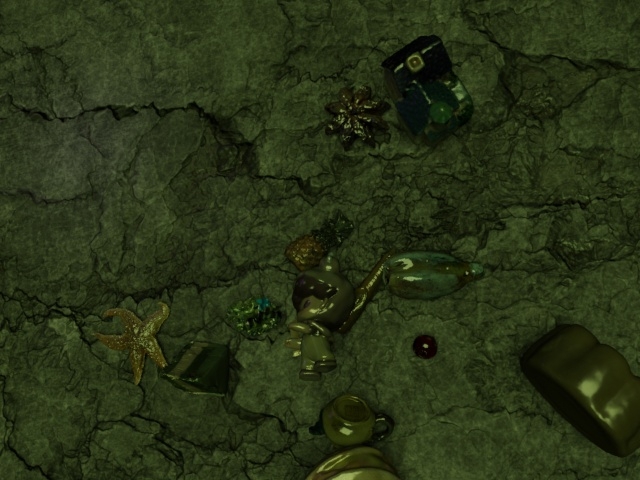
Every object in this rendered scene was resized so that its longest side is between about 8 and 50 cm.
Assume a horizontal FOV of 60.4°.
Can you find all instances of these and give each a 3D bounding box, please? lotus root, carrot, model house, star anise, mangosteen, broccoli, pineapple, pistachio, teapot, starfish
[{"bbox_3d":[0.362,0.112,1.773,0.322,0.140,0.158,0,59,-1],"label":"lotus root"},{"bbox_3d":[0.154,0.162,1.828,0.070,0.070,0.342,35,88,10],"label":"carrot"},{"bbox_3d":[0.344,-0.490,1.774,0.243,0.284,0.298,-33,80,8],"label":"model house"},{"bbox_3d":[0.124,-0.431,1.883,0.235,0.109,0.223,-3,79,10],"label":"star anise"},{"bbox_3d":[0.337,0.342,1.779,0.080,0.081,0.081,-1,83,8],"label":"mangosteen"},{"bbox_3d":[-0.221,0.254,1.823,0.167,0.160,0.154,41,90,-8],"label":"broccoli"},{"bbox_3d":[0.000,0.000,1.846,0.248,0.128,0.128,-40,80,-5],"label":"pineapple"},{"bbox_3d":[0.078,0.820,1.653,0.365,0.281,0.446,20,105,-24],"label":"pistachio"},{"bbox_3d":[0.098,0.599,1.751,0.269,0.173,0.183,7,117,-7],"label":"teapot"},{"bbox_3d":[-0.643,0.358,1.921,0.299,0.060,0.302,-24,81,2],"label":"starfish"}]

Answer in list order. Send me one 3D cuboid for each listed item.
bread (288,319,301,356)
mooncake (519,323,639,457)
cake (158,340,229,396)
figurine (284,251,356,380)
[{"bbox_3d":[-0.062,0.312,1.800,0.077,0.152,0.105,-22,86,4],"label":"bread"},{"bbox_3d":[0.769,0.410,1.564,0.201,0.378,0.378,-42,80,-5],"label":"mooncake"},{"bbox_3d":[-0.402,0.395,1.781,0.158,0.284,0.172,2,67,8],"label":"cake"},{"bbox_3d":[0.002,0.236,1.690,0.203,0.248,0.381,12,49,-6],"label":"figurine"}]
